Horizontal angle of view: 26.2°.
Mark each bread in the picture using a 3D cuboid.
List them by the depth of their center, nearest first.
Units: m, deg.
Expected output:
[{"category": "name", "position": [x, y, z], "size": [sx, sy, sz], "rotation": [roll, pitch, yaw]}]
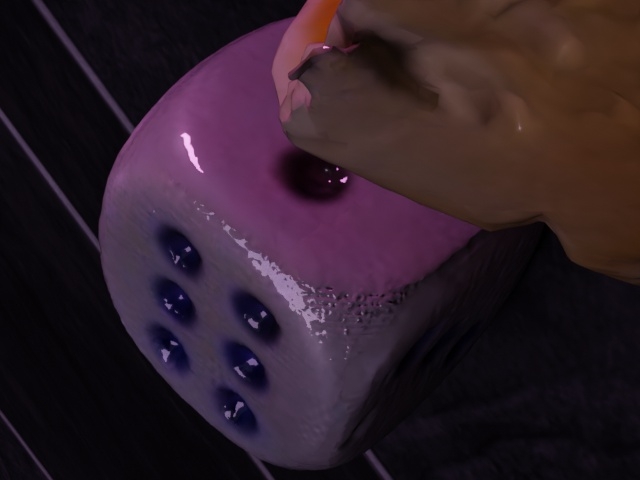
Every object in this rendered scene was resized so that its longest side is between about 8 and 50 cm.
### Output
[{"category": "bread", "position": [0.169, -0.100, 0.355], "size": [0.424, 0.329, 0.245], "rotation": [-22, 104, 54]}]

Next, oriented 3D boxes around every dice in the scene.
[{"category": "dice", "position": [0.000, 0.000, 0.787], "size": [0.194, 0.192, 0.193], "rotation": [43, 145, 17]}]
